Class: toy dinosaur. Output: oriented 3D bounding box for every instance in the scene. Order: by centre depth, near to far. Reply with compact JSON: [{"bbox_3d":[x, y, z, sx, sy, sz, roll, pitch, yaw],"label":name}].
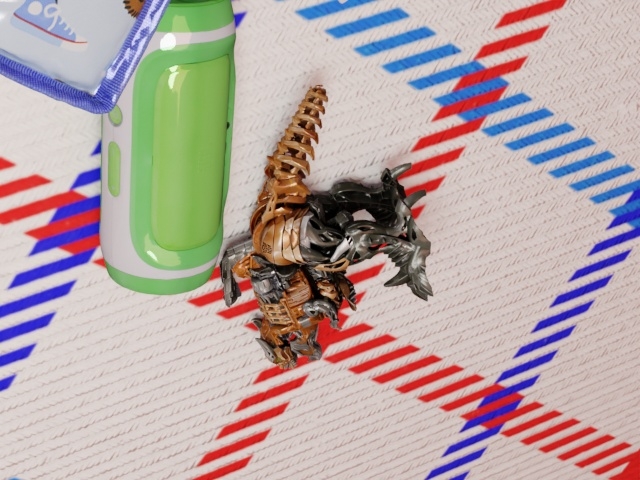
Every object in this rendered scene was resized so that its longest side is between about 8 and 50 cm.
[{"bbox_3d":[0.000,0.000,1.317,0.218,0.164,0.322,-4,141,-8],"label":"toy dinosaur"}]

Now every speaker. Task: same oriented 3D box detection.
[{"bbox_3d":[-0.150,-0.101,1.188,0.131,0.131,0.296,-7,120,-24],"label":"speaker"}]

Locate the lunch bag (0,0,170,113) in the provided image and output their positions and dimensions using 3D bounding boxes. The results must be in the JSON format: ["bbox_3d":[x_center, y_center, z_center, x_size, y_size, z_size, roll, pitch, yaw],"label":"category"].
[{"bbox_3d":[-0.195,-0.338,0.903,0.239,0.328,0.385,18,106,-38],"label":"lunch bag"}]

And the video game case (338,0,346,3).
[{"bbox_3d":[0.048,-0.323,1.197,0.157,0.019,0.143,-34,137,10],"label":"video game case"}]
